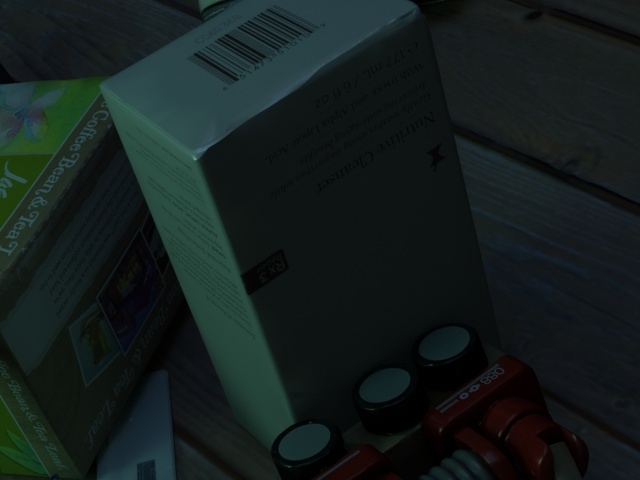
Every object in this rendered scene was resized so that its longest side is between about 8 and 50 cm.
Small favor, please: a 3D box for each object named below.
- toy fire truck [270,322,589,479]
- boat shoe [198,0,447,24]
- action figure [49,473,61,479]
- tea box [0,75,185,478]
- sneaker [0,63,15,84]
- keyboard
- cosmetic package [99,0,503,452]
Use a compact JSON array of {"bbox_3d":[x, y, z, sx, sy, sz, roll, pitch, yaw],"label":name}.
[{"bbox_3d":[0.117,0.206,1.116,0.217,0.158,0.246,-33,30,-19],"label":"toy fire truck"},{"bbox_3d":[0.017,-0.268,1.777,0.320,0.116,0.099,-8,82,1],"label":"boat shoe"},{"bbox_3d":[-0.319,0.237,1.189,0.330,0.178,0.341,-8,74,2],"label":"action figure"},{"bbox_3d":[-0.324,0.028,1.410,0.324,0.220,0.329,0,41,25],"label":"tea box"},{"bbox_3d":[-0.483,-0.139,1.722,0.282,0.153,0.099,-43,33,-26],"label":"sneaker"},{"bbox_3d":[-0.162,0.209,1.307,0.072,0.014,0.256,-11,38,-1],"label":"keyboard"},{"bbox_3d":[0.000,0.000,1.198,0.217,0.385,0.156,-35,40,-17],"label":"cosmetic package"}]
